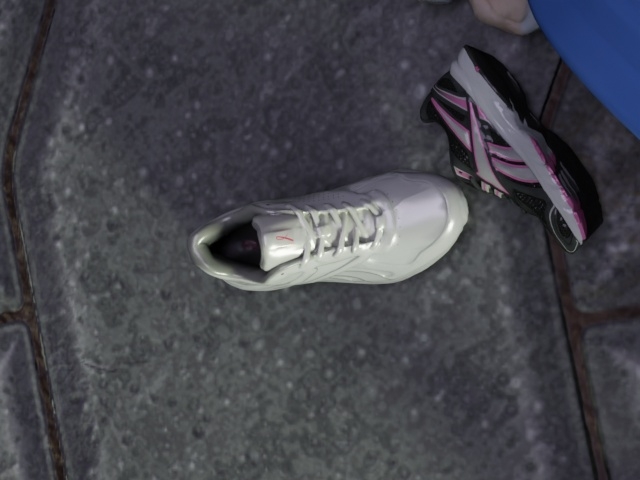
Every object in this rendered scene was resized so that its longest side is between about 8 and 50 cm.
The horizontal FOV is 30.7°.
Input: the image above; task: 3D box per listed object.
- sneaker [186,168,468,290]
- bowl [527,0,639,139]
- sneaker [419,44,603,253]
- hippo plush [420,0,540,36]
[{"bbox_3d":[0.000,0.000,0.920,0.232,0.115,0.090,-14,87,21],"label":"sneaker"},{"bbox_3d":[0.287,-0.075,0.668,0.391,0.391,0.077,42,119,15],"label":"bowl"},{"bbox_3d":[0.143,-0.060,0.897,0.077,0.072,0.178,-42,69,30],"label":"sneaker"},{"bbox_3d":[0.131,-0.269,0.794,0.294,0.236,0.234,16,97,20],"label":"hippo plush"}]
